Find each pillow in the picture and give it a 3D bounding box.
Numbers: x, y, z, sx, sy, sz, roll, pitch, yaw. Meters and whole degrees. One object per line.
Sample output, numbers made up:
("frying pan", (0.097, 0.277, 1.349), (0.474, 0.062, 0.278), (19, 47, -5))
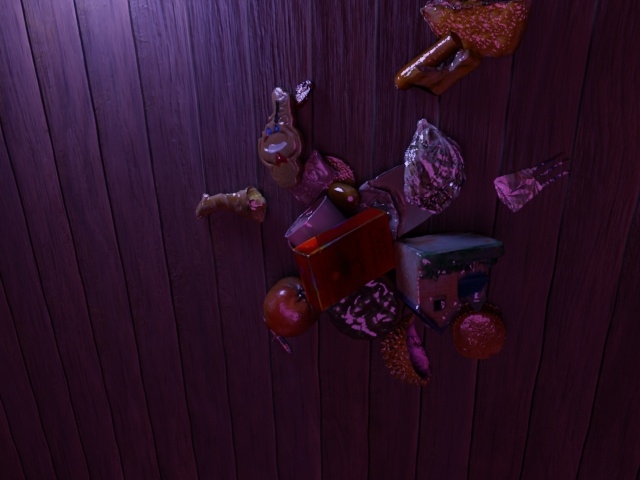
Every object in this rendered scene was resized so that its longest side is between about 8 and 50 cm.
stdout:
("pillow", (-0.028, -0.201, 1.707), (0.118, 0.043, 0.185), (43, 123, -4))

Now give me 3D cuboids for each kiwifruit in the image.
("kiwifruit", (0.076, -0.146, 1.675), (0.124, 0.075, 0.075), (31, 120, 34))

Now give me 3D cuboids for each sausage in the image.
("sausage", (-0.170, 0.366, 2.011), (0.028, 0.025, 0.198), (-35, 101, 8))

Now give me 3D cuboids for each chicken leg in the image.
("chicken leg", (-0.072, -0.451, 1.649), (0.062, 0.037, 0.145), (48, 115, 16))

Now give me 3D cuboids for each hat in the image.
("hat", (0.248, -0.129, 1.691), (0.244, 0.149, 0.214), (-28, 99, -15))

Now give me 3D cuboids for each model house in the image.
("model house", (0.398, 0.135, 1.614), (0.312, 0.245, 0.280), (-7, 104, -16))

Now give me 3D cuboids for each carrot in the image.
("carrot", (0.303, -0.511, 1.496), (0.225, 0.067, 0.067), (-29, 103, 40))

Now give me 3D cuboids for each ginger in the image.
("ginger", (-0.312, -0.117, 1.822), (0.294, 0.086, 0.131), (-5, 120, 24))

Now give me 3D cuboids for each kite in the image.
("kite", (0.661, -0.183, 1.597), (0.229, 0.016, 0.127), (-28, 106, 25))

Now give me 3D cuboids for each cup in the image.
("cup", (0.000, 0.000, 1.745), (0.200, 0.191, 0.252), (45, 136, -11))

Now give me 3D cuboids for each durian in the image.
("durian", (0.299, 0.425, 1.883), (0.186, 0.153, 0.261), (-23, 98, 46))

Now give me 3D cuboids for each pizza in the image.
("pizza", (0.425, -0.605, 1.449), (0.296, 0.071, 0.189), (7, 131, 15))

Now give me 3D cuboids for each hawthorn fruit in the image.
("hawthorn fruit", (-0.118, 0.261, 1.860), (0.210, 0.210, 0.262), (34, 122, -2))

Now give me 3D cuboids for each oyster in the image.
("oyster", (0.349, -0.221, 1.591), (0.198, 0.112, 0.268), (16, 98, 1))

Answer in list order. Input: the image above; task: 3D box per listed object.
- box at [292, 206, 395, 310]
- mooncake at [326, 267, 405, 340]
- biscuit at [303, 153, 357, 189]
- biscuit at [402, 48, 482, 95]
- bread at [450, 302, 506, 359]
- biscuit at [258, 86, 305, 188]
("box", (0.082, 0.052, 1.590), (0.089, 0.313, 0.198), (23, 134, 51))
("mooncake", (0.153, 0.199, 1.792), (0.290, 0.161, 0.291), (4, 111, 11))
("biscuit", (0.027, -0.225, 1.722), (0.206, 0.025, 0.126), (12, 115, 8))
("biscuit", (0.348, -0.481, 1.458), (0.183, 0.174, 0.039), (-31, 64, 37))
("bread", (0.541, 0.313, 1.777), (0.199, 0.104, 0.199), (4, 112, 10))
("biscuit", (-0.126, -0.327, 1.675), (0.183, 0.047, 0.320), (19, 114, 29))
